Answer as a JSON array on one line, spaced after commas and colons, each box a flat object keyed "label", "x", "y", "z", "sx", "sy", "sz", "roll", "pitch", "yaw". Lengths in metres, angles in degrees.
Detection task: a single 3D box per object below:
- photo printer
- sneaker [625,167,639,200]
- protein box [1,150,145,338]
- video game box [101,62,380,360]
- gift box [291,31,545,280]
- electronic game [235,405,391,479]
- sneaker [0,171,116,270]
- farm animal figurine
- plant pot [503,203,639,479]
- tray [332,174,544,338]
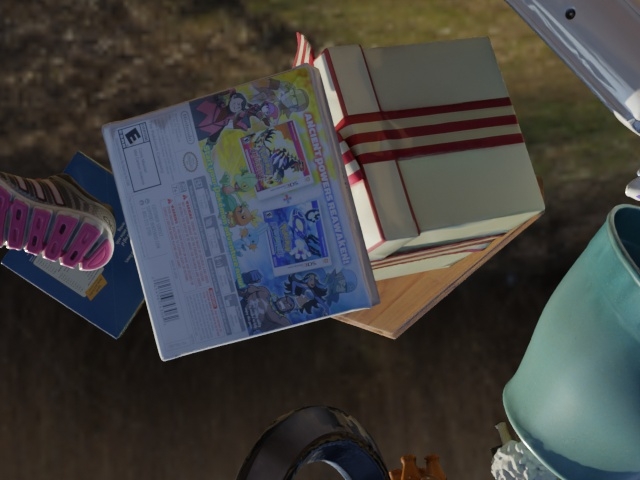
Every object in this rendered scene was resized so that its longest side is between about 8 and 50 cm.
[{"label": "photo printer", "x": 0.311, "y": -0.235, "z": 1.677, "sx": 0.107, "sy": 0.307, "sz": 0.256, "roll": -47, "pitch": 151, "yaw": 17}, {"label": "sneaker", "x": 0.568, "y": -0.037, "z": 2.253, "sx": 0.236, "sy": 0.323, "sz": 0.130, "roll": -2, "pitch": 135, "yaw": 13}, {"label": "protein box", "x": -0.325, "y": 0.009, "z": 2.265, "sx": 0.201, "sy": 0.200, "sz": 0.136, "roll": 34, "pitch": 174, "yaw": -4}, {"label": "video game box", "x": -0.066, "y": -0.022, "z": 1.269, "sx": 0.187, "sy": 0.205, "sz": 0.048, "roll": -15, "pitch": 179, "yaw": 16}, {"label": "gift box", "x": 0.057, "y": -0.096, "z": 1.764, "sx": 0.258, "sy": 0.276, "sz": 0.255, "roll": -11, "pitch": 162, "yaw": -31}, {"label": "electronic game", "x": -0.004, "y": 0.249, "z": 1.251, "sx": 0.048, "sy": 0.229, "sz": 0.229, "roll": -4, "pitch": 165, "yaw": 36}, {"label": "sneaker", "x": -0.249, "y": -0.029, "z": 1.319, "sx": 0.170, "sy": 0.063, "sz": 0.075, "roll": 20, "pitch": -156, "yaw": 2}, {"label": "farm animal figurine", "x": 0.263, "y": 0.358, "z": 1.949, "sx": 0.330, "sy": 0.172, "sz": 0.327, "roll": 19, "pitch": 139, "yaw": -42}, {"label": "plant pot", "x": 0.352, "y": 0.144, "z": 1.732, "sx": 0.271, "sy": 0.272, "sz": 0.255, "roll": 14, "pitch": 123, "yaw": -43}, {"label": "tray", "x": 0.138, "y": 0.005, "z": 2.361, "sx": 0.203, "sy": 0.076, "sz": 0.411, "roll": 20, "pitch": 141, "yaw": -22}]
